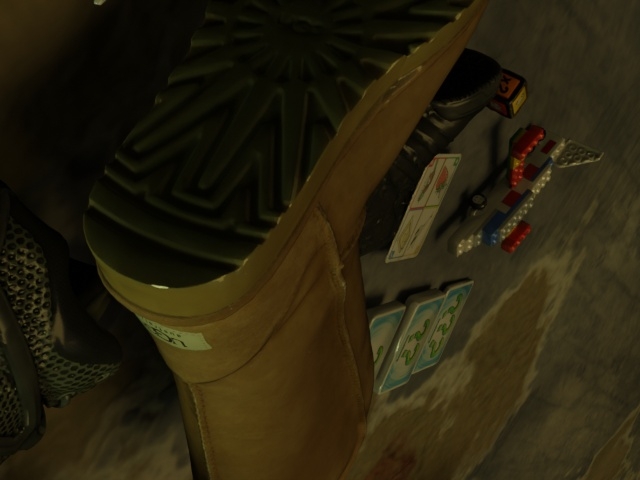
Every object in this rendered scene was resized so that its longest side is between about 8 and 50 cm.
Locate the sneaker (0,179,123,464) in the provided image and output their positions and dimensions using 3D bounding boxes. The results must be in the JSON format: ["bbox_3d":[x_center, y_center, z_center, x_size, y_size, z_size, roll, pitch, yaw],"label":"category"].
[{"bbox_3d":[-0.138,0.076,0.401,0.130,0.087,0.228,-12,123,-46],"label":"sneaker"}]

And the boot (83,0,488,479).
[{"bbox_3d":[0.000,0.000,0.495,0.236,0.089,0.269,-51,157,-23],"label":"boot"}]

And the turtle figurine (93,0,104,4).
[{"bbox_3d":[-0.051,-0.187,0.249,0.175,0.118,0.234,59,50,-75],"label":"turtle figurine"}]

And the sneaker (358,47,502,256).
[{"bbox_3d":[0.029,-0.038,0.600,0.170,0.051,0.089,-31,142,-33],"label":"sneaker"}]

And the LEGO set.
[{"bbox_3d":[0.105,0.005,0.756,0.182,0.060,0.244,-9,125,-60],"label":"LEGO set"}]
